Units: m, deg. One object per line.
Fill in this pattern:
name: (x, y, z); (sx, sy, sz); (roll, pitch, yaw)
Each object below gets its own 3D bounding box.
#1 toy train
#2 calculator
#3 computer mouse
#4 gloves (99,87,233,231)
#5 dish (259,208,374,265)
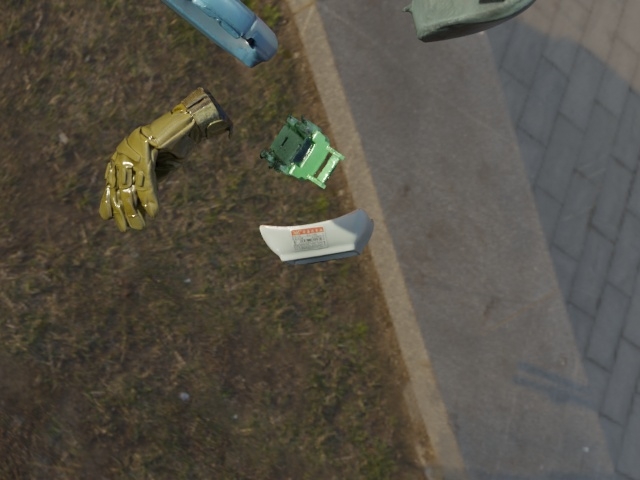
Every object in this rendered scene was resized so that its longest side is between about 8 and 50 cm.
toy train: (-0.030, -0.141, 1.248); (0.081, 0.149, 0.099); (31, 95, -24)
calculator: (-0.145, -0.282, 0.942); (0.173, 0.293, 0.051); (34, 96, -27)
computer mouse: (0.348, -0.552, 1.740); (0.122, 0.371, 0.188); (6, 81, -48)
gloves: (-0.320, -0.162, 1.539); (0.331, 0.154, 0.141); (-42, 126, 5)
dish: (0.000, 0.000, 1.563); (0.212, 0.151, 0.077); (-9, 82, 11)
